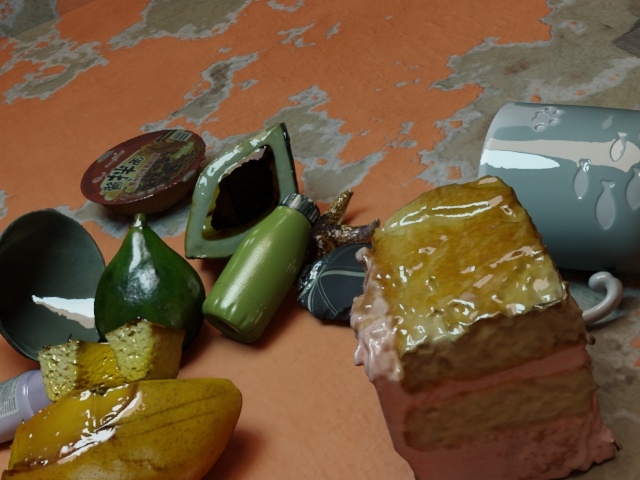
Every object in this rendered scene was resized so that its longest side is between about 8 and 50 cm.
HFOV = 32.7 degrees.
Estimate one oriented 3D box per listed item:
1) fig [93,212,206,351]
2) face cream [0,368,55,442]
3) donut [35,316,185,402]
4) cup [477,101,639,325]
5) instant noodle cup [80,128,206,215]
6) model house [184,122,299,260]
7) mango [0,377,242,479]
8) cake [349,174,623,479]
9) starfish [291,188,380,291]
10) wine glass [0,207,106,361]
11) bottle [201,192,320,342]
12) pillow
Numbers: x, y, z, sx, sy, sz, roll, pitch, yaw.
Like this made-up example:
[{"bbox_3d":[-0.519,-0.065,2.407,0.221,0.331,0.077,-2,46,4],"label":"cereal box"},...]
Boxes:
[{"bbox_3d":[-0.294,0.081,1.809,0.195,0.245,0.195,-11,22,4],"label":"fig"},{"bbox_3d":[-0.508,0.277,1.783,0.274,0.096,0.154,-20,34,23],"label":"face cream"},{"bbox_3d":[-0.294,0.185,1.662,0.259,0.152,0.101,-21,70,34],"label":"donut"},{"bbox_3d":[0.402,-0.033,1.656,0.274,0.259,0.356,6,72,31],"label":"cup"},{"bbox_3d":[-0.351,-0.122,2.245,0.274,0.090,0.274,-12,35,9],"label":"instant noodle cup"},{"bbox_3d":[-0.144,-0.069,2.002,0.268,0.173,0.239,-30,1,-3],"label":"model house"},{"bbox_3d":[-0.275,0.290,1.554,0.350,0.199,0.201,-18,16,-10],"label":"mango"},{"bbox_3d":[0.199,0.131,1.444,0.293,0.306,0.314,-18,35,9],"label":"cake"},{"bbox_3d":[0.001,0.001,1.933,0.216,0.071,0.238,7,54,26],"label":"starfish"},{"bbox_3d":[-0.604,0.096,1.898,0.406,0.267,0.267,-7,35,32],"label":"wine glass"},{"bbox_3d":[-0.090,0.039,1.820,0.112,0.112,0.260,14,64,39],"label":"bottle"},{"bbox_3d":[0.110,0.077,1.745,0.335,0.092,0.161,11,48,38],"label":"pillow"}]
